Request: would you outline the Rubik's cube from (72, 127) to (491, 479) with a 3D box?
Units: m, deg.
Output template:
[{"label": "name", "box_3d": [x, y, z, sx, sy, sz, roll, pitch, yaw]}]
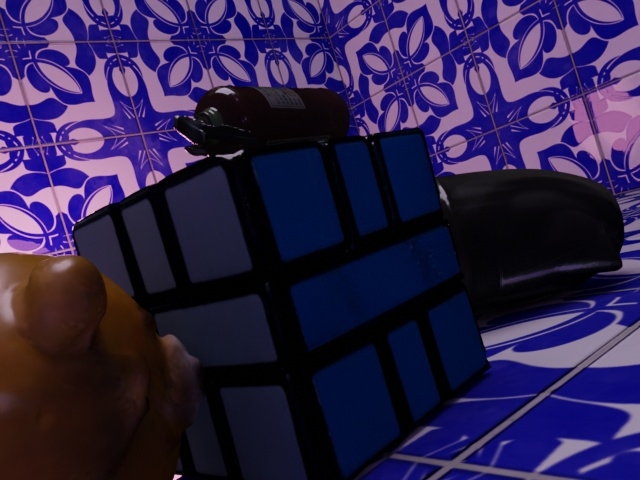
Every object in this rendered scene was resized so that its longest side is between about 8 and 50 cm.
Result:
[{"label": "Rubik's cube", "box_3d": [-0.040, 0.061, 0.613, 0.294, 0.283, 0.289, -18, 0, 45]}]

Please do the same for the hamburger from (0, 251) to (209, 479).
[{"label": "hamburger", "box_3d": [-0.214, 0.128, 0.412, 0.237, 0.276, 0.276, -18, -1, 20]}]

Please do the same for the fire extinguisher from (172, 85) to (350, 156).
[{"label": "fire extinguisher", "box_3d": [-0.049, -0.110, 0.559, 0.099, 0.071, 0.231, 18, 21, 30]}]

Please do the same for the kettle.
[{"label": "kettle", "box_3d": [0.304, -0.024, 0.957, 0.324, 0.228, 0.321, -9, 26, -2]}]
